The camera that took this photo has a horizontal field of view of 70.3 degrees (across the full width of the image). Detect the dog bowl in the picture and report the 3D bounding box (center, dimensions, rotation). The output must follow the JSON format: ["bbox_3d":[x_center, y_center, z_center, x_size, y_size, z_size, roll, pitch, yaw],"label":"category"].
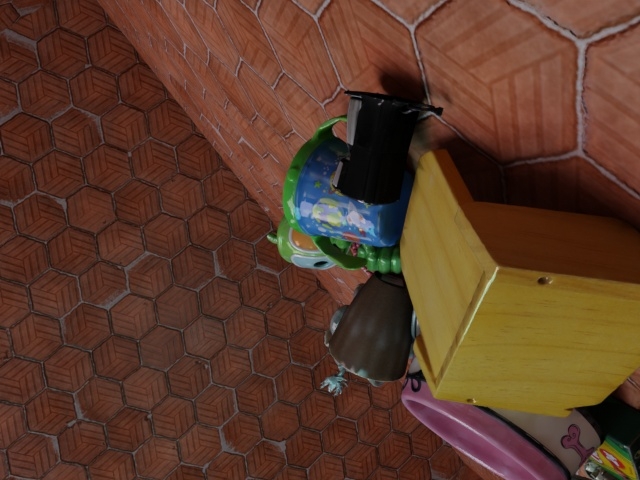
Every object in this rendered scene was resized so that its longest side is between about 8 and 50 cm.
[{"bbox_3d":[0.353,0.373,0.970,0.407,0.150,0.408,33,160,13],"label":"dog bowl"}]

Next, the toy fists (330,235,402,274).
[{"bbox_3d":[0.112,-0.022,1.162,0.279,0.142,0.096,35,165,15],"label":"toy fists"}]

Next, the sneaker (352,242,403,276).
[{"bbox_3d":[0.138,-0.014,1.295,0.299,0.121,0.112,54,-153,14],"label":"sneaker"}]

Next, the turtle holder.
[{"bbox_3d":[-0.012,0.009,1.608,0.227,0.243,0.321,22,146,31],"label":"turtle holder"}]

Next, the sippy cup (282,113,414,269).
[{"bbox_3d":[0.075,-0.094,0.984,0.223,0.240,0.306,20,159,32],"label":"sippy cup"}]

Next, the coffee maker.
[{"bbox_3d":[0.100,-0.152,0.772,0.171,0.120,0.179,-130,43,-58],"label":"coffee maker"}]

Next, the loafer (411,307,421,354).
[{"bbox_3d":[0.282,0.236,1.154,0.084,0.096,0.268,10,136,23],"label":"loafer"}]

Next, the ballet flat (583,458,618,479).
[{"bbox_3d":[0.694,0.550,1.086,0.072,0.068,0.213,44,167,27],"label":"ballet flat"}]

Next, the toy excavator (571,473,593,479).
[{"bbox_3d":[0.688,0.633,0.826,0.432,0.223,0.445,13,167,10],"label":"toy excavator"}]

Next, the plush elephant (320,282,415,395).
[{"bbox_3d":[0.141,0.323,1.447,0.271,0.330,0.255,41,-170,7],"label":"plush elephant"}]

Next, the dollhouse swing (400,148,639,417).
[{"bbox_3d":[0.299,0.053,0.738,0.314,0.305,0.347,7,136,5],"label":"dollhouse swing"}]

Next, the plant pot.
[{"bbox_3d":[0.154,0.203,1.177,0.215,0.231,0.215,15,-164,-4],"label":"plant pot"}]

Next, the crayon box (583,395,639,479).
[{"bbox_3d":[0.564,0.384,1.016,0.202,0.081,0.318,56,168,-29],"label":"crayon box"}]

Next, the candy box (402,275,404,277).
[{"bbox_3d":[0.326,0.237,1.344,0.317,0.122,0.268,48,169,6],"label":"candy box"}]
